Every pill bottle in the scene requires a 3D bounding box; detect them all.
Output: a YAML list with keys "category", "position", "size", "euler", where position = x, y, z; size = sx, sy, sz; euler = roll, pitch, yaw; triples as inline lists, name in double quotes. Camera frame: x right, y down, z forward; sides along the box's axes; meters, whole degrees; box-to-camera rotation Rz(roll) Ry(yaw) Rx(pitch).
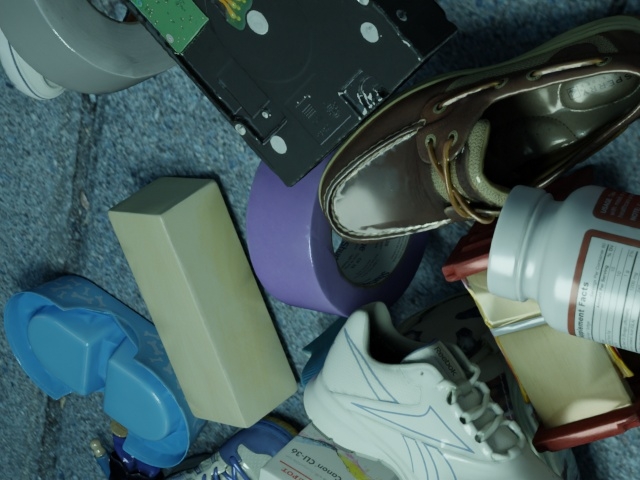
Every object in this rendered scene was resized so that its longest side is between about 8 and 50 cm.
- category: "pill bottle"
  position: [0.246, 0.025, 1.413]
  size: [0.216, 0.121, 0.121]
  euler: [15, 130, 18]

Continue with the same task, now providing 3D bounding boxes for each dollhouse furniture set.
- category: "dollhouse furniture set"
  position: [0.318, 0.029, 1.549]
  size: [0.374, 0.152, 0.201]
  euler: [-19, 106, 31]

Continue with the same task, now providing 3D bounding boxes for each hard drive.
- category: "hard drive"
  position: [-0.069, -0.231, 1.491]
  size: [0.339, 0.064, 0.237]
  euler: [47, 141, 0]

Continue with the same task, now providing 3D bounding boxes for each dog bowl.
- category: "dog bowl"
  position: [-0.252, 0.151, 2.199]
  size: [0.297, 0.074, 0.166]
  euler: [33, 137, 21]

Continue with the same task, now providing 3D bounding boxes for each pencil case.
- category: "pencil case"
  position: [0.189, 0.245, 1.791]
  size: [0.183, 0.160, 0.410]
  euler: [-1, 119, 44]

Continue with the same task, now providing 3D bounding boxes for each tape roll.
- category: "tape roll"
  position: [0.020, -0.024, 1.719]
  size: [0.080, 0.189, 0.189]
  euler: [9, 126, 37]
- category: "tape roll"
  position: [-0.210, -0.254, 1.733]
  size: [0.072, 0.219, 0.219]
  euler: [-15, 109, 49]

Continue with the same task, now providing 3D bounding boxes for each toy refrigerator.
- category: "toy refrigerator"
  position: [-0.126, 0.066, 2.003]
  size: [0.102, 0.094, 0.269]
  euler: [5, 122, 49]

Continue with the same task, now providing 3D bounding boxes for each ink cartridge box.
- category: "ink cartridge box"
  position: [0.012, 0.261, 1.937]
  size: [0.115, 0.198, 0.067]
  euler: [30, 136, 23]

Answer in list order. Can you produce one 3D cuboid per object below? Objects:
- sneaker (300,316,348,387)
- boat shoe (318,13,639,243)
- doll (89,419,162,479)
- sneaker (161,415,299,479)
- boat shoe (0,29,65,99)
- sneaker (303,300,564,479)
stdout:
- category: "sneaker"
  position: [0.037, 0.136, 1.844]
  size: [0.092, 0.087, 0.228]
  euler: [49, -175, -5]
- category: "boat shoe"
  position: [0.138, -0.079, 1.526]
  size: [0.342, 0.123, 0.123]
  euler: [-22, 106, 23]
- category: "doll"
  position: [-0.242, 0.289, 2.315]
  size: [0.129, 0.046, 0.189]
  euler: [27, 142, 13]
- category: "sneaker"
  position: [-0.119, 0.305, 2.149]
  size: [0.112, 0.131, 0.296]
  euler: [53, 139, 0]
- category: "boat shoe"
  position: [-0.288, -0.255, 1.903]
  size: [0.084, 0.095, 0.258]
  euler: [25, 135, 33]
- category: "sneaker"
  position: [0.110, 0.166, 1.597]
  size: [0.297, 0.111, 0.129]
  euler: [32, 122, 26]
